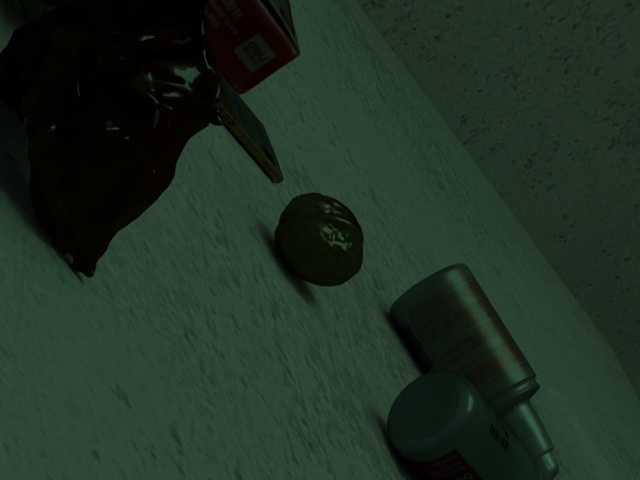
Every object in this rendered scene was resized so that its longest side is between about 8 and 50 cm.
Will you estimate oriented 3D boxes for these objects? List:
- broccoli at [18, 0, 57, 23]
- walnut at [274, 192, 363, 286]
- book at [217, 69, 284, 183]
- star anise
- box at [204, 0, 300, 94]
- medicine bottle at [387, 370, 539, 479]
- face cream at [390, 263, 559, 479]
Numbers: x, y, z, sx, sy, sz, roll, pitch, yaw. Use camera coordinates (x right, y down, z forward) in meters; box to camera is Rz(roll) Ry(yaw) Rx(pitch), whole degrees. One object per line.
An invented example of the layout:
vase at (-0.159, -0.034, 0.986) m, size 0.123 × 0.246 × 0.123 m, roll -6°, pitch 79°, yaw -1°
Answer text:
broccoli at (-0.187, -0.284, 1.350) m, size 0.270 × 0.270 × 0.270 m, roll -107°, pitch -167°, yaw -59°
walnut at (0.000, 0.000, 1.705) m, size 0.092 × 0.092 × 0.092 m, roll 53°, pitch 10°, yaw -14°
book at (-0.098, -0.143, 1.891) m, size 0.172 × 0.012 × 0.118 m, roll 49°, pitch 11°, yaw -33°
star anise at (-0.157, -0.157, 1.164) m, size 0.237 × 0.148 × 0.346 m, roll -23°, pitch -92°, yaw 61°
box at (-0.092, -0.258, 2.036) m, size 0.133 × 0.099 × 0.182 m, roll 54°, pitch 10°, yaw -20°
medicine bottle at (0.149, 0.211, 1.687) m, size 0.217 × 0.090 × 0.090 m, roll 49°, pitch 12°, yaw -37°
face cream at (0.179, 0.152, 1.997) m, size 0.252 × 0.101 × 0.101 m, roll 58°, pitch 10°, yaw 13°
